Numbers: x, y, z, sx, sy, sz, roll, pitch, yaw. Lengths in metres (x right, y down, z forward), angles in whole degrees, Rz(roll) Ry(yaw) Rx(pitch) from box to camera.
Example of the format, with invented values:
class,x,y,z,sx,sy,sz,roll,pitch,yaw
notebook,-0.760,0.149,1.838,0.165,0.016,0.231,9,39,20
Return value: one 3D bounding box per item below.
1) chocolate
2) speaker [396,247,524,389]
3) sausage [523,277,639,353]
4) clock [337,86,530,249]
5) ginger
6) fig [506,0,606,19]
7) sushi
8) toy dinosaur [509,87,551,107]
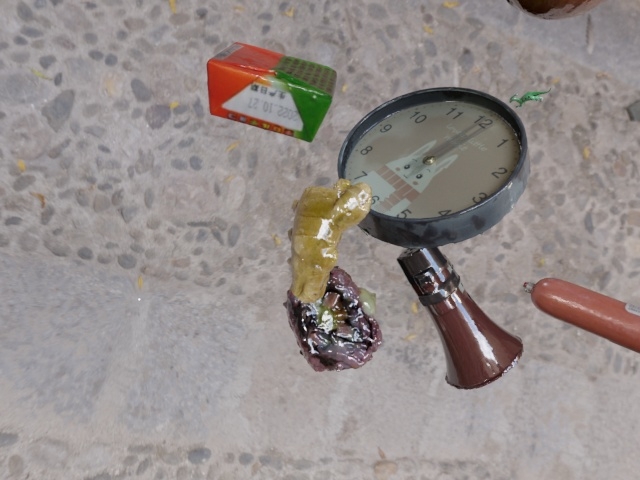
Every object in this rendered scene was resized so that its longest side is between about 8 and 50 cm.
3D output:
class,x,y,z,sx,sy,sz,roll,pitch,yaw
chocolate,-0.133,-0.440,1.587,0.341,0.360,0.162,15,117,-3
speaker,0.324,0.135,1.271,0.259,0.198,0.330,-31,94,-42
sausage,0.237,0.071,0.346,0.029,0.223,0.029,-35,137,-41
clock,0.217,-0.159,1.089,0.386,0.386,0.076,-47,142,-17
ginger,-0.008,-0.011,0.841,0.115,0.081,0.206,28,90,2
fig,0.350,-0.417,0.803,0.205,0.205,0.205,2,84,-18
sushi,0.034,0.189,1.358,0.236,0.171,0.270,-21,82,-2
toy dinosaur,0.448,-0.313,1.176,0.062,0.083,0.021,10,65,-12
